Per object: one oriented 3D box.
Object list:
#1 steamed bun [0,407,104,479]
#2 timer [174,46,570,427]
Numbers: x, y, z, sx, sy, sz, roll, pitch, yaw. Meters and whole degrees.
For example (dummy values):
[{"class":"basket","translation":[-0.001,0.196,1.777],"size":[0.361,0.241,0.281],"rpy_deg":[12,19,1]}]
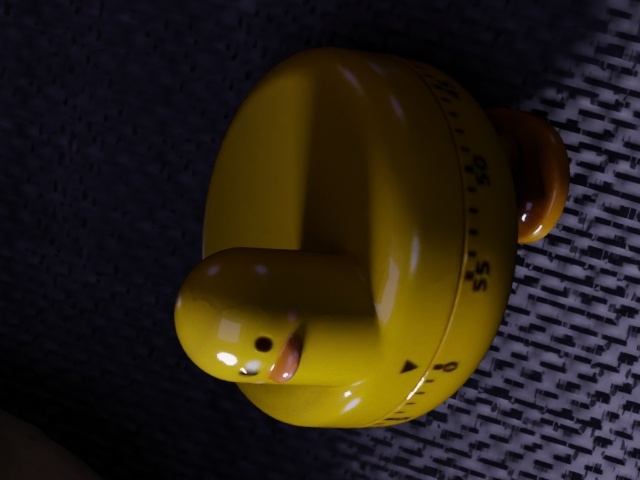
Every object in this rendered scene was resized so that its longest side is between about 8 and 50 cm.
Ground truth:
[{"class":"steamed bun","translation":[-0.137,0.252,0.571],"size":[0.236,0.247,0.383],"rpy_deg":[20,119,12]},{"class":"timer","translation":[0.000,0.000,0.475],"size":[0.109,0.107,0.107],"rpy_deg":[5,128,-33]}]
